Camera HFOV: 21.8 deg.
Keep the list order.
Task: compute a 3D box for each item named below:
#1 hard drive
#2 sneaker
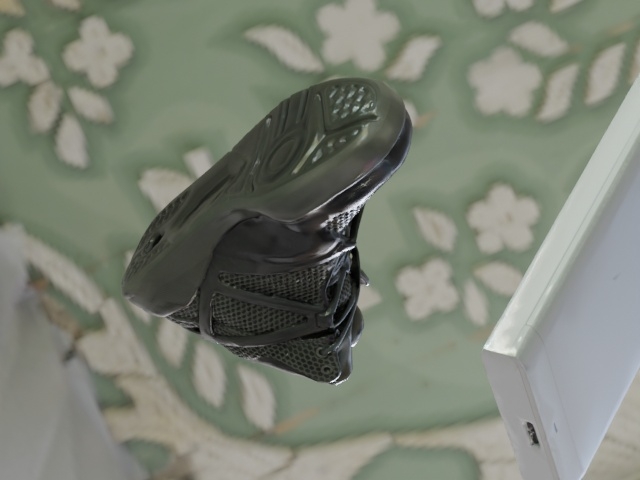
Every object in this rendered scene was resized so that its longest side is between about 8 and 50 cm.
[{"bbox_3d":[0.228,0.033,1.314,0.307,0.040,0.203,-56,-36,-28],"label":"hard drive"},{"bbox_3d":[0.000,0.000,0.894,0.130,0.227,0.087,33,-134,-19],"label":"sneaker"}]
